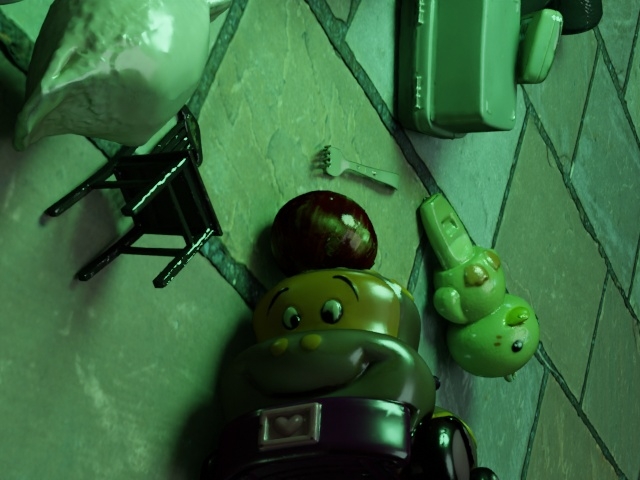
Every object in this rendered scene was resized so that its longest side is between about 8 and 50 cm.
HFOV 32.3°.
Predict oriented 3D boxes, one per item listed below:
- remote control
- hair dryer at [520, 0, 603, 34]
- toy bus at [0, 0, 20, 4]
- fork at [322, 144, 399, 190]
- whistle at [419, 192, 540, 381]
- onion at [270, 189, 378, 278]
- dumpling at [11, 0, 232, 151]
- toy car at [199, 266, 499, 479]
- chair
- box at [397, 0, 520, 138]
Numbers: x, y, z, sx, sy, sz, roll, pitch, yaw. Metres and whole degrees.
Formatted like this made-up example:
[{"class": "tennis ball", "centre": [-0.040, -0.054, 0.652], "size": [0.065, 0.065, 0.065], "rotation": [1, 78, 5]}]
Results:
[{"class": "remote control", "centre": [0.286, -0.266, 1.535], "size": [0.233, 0.038, 0.098], "rotation": [-97, -158, -82]}, {"class": "hair dryer", "centre": [0.341, -0.373, 1.756], "size": [0.352, 0.107, 0.189], "rotation": [-43, 129, -39]}, {"class": "toy bus", "centre": [-0.271, -0.234, 0.698], "size": [0.305, 0.143, 0.179], "rotation": [-27, 116, -56]}, {"class": "fork", "centre": [0.050, -0.087, 1.347], "size": [0.219, 0.028, 0.034], "rotation": [11, 74, -62]}, {"class": "whistle", "centre": [0.225, 0.074, 1.529], "size": [0.141, 0.141, 0.294], "rotation": [-50, 131, -45]}, {"class": "onion", "centre": [0.000, 0.000, 1.178], "size": [0.118, 0.117, 0.119], "rotation": [37, 41, -42]}, {"class": "dumpling", "centre": [-0.168, -0.129, 0.855], "size": [0.126, 0.166, 0.216], "rotation": [33, 49, -23]}, {"class": "toy car", "centre": [0.037, 0.189, 1.139], "size": [0.341, 0.271, 0.240], "rotation": [55, 31, -48]}, {"class": "chair", "centre": [-0.129, -0.052, 0.975], "size": [0.212, 0.101, 0.084], "rotation": [-50, 132, -44]}, {"class": "box", "centre": [0.182, -0.240, 1.447], "size": [0.148, 0.129, 0.210], "rotation": [2, 91, -58]}]
